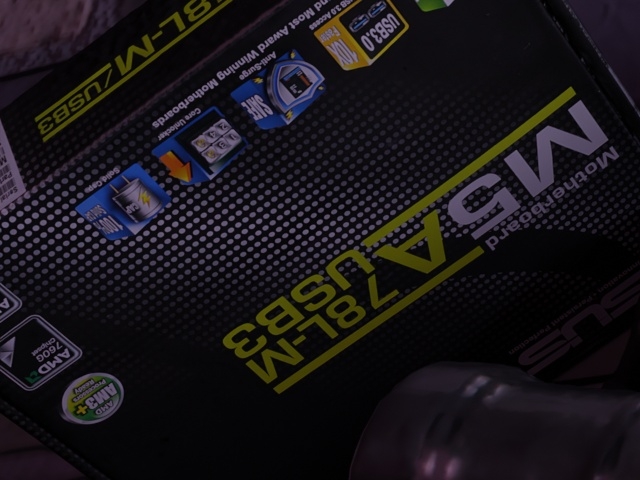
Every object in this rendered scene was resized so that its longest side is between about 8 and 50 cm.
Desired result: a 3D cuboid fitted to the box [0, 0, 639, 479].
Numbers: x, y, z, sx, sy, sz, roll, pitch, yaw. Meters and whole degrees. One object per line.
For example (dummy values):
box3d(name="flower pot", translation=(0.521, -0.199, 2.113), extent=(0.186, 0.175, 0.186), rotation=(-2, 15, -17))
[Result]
box3d(name="box", translation=(0.000, 0.000, 0.541), extent=(0.191, 0.184, 0.045), rotation=(-35, 43, 7))

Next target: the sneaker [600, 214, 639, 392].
box3d(name="sneaker", translation=(0.135, -0.008, 0.526), extent=(0.067, 0.078, 0.188), rotation=(16, 67, 43))

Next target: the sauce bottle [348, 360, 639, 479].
box3d(name="sauce bottle", translation=(0.155, 0.071, 0.372), extent=(0.344, 0.111, 0.111), rotation=(3, 60, 39))
